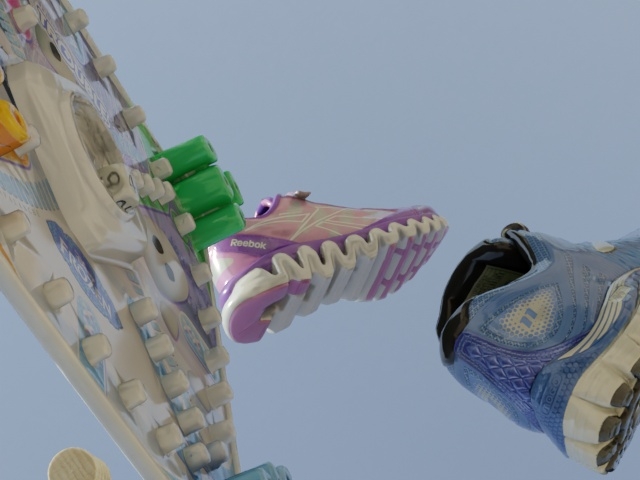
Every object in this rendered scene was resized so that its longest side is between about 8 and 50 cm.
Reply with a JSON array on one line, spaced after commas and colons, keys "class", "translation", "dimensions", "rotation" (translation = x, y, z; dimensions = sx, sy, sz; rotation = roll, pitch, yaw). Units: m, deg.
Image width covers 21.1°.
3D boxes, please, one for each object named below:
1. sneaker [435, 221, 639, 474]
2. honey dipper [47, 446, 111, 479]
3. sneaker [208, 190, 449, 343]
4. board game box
[{"class": "sneaker", "translation": [0.162, 0.035, 1.091], "dimensions": [0.147, 0.129, 0.330], "rotation": [25, -164, 15]}, {"class": "honey dipper", "translation": [-0.135, 0.155, 1.067], "dimensions": [0.030, 0.160, 0.030], "rotation": [-1, -106, 5]}, {"class": "sneaker", "translation": [0.000, 0.000, 1.411], "dimensions": [0.236, 0.095, 0.104], "rotation": [-16, -124, -36]}, {"class": "board game box", "translation": [-0.128, -0.050, 1.001], "dimensions": [0.390, 0.050, 0.390], "rotation": [59, -170, -35]}]
